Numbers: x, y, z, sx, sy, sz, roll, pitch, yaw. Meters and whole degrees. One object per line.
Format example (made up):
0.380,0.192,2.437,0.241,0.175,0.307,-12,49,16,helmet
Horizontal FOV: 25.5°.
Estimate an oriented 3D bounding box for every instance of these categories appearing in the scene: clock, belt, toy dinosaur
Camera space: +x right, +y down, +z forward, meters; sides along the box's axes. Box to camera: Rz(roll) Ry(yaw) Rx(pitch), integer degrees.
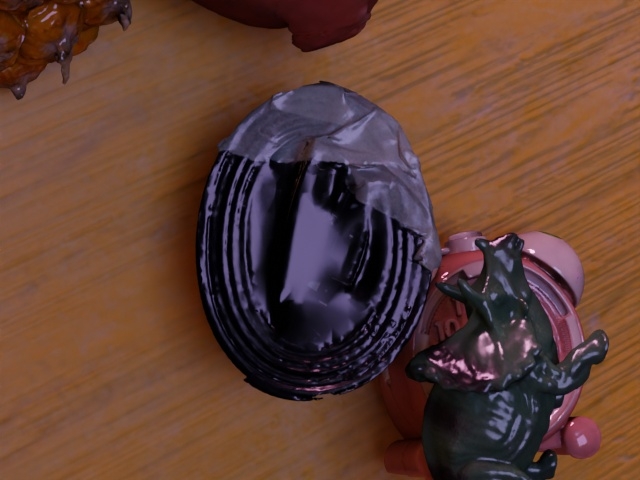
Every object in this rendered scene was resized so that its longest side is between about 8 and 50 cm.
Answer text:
0.106,0.075,0.976,0.165,0.092,0.162,-5,87,-20,clock
0.000,0.000,0.887,0.151,0.078,0.199,2,87,3,belt
0.125,0.141,0.890,0.120,0.079,0.292,-12,95,-16,toy dinosaur

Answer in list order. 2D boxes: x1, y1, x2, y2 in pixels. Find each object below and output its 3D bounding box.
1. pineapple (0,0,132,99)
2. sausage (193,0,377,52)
-0.215,-0.147,0.760,0.249,0.164,0.140,27,90,-29,pineapple
-0.063,-0.222,0.831,0.279,0.152,0.152,35,79,-21,sausage
